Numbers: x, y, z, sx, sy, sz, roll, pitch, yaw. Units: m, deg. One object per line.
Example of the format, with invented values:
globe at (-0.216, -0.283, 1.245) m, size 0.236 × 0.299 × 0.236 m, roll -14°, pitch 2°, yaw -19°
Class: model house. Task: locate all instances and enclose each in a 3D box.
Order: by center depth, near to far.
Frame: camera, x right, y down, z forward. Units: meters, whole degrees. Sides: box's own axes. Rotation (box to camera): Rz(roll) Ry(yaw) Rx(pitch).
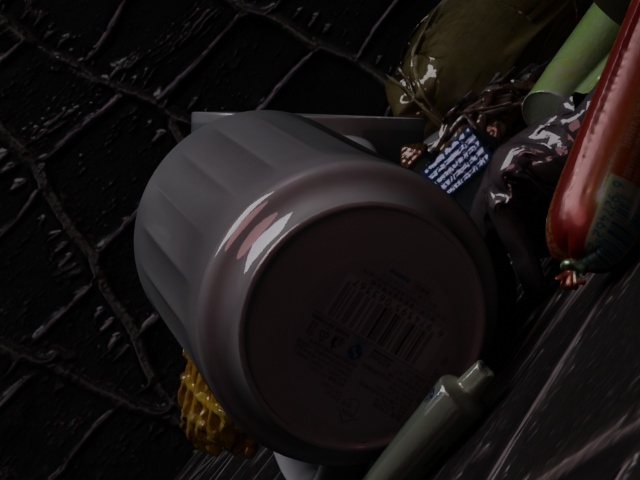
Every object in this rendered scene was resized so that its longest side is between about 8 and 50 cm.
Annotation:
model house at (0.159, -0.070, 1.834) m, size 0.119 × 0.148 × 0.148 m, roll -48°, pitch 5°, yaw 23°

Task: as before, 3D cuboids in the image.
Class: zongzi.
zongzi at (0.295, -0.318, 2.430) m, size 0.467 × 0.218 × 0.500 m, roll -49°, pitch 2°, yaw 22°

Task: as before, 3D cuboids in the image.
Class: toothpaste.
toothpaste at (0.055, 0.168, 1.290) m, size 0.218 × 0.041 × 0.064 m, roll -52°, pitch -10°, yaw 24°

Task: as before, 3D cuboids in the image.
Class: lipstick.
lipstick at (0.330, -0.230, 2.113) m, size 0.304 × 0.076 × 0.076 m, roll -51°, pitch 2°, yaw -40°

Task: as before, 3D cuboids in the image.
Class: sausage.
sausage at (0.218, -0.078, 1.251) m, size 0.264 × 0.083 × 0.083 m, roll -65°, pitch 8°, yaw -22°

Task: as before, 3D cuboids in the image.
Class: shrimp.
shrimp at (0.216, -0.134, 2.131) m, size 0.343 × 0.116 × 0.145 m, roll -40°, pitch -3°, yaw -17°

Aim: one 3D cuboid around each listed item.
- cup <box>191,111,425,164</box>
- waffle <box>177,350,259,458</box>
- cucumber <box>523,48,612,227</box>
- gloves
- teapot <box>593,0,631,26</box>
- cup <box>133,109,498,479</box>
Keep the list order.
cup at (0.000, 0.000, 1.932) m, size 0.356 × 0.259 × 0.275 m, roll -162°, pitch 73°, yaw -71°
waffle at (-0.089, 0.119, 1.812) m, size 0.197 × 0.070 × 0.193 m, roll -106°, pitch 32°, yaw -43°
cucumber at (0.238, -0.088, 1.614) m, size 0.244 × 0.063 × 0.115 m, roll -48°, pitch 11°, yaw 41°
gloves at (0.195, -0.043, 1.420) m, size 0.142 × 0.119 × 0.285 m, roll 2°, pitch -48°, yaw -52°
teapot at (0.377, -0.316, 1.400) m, size 0.270 × 0.200 × 0.337 m, roll -16°, pitch -13°, yaw -27°
cup at (-0.009, 0.070, 1.459) m, size 0.236 × 0.323 × 0.327 m, roll -9°, pitch 15°, yaw -15°
